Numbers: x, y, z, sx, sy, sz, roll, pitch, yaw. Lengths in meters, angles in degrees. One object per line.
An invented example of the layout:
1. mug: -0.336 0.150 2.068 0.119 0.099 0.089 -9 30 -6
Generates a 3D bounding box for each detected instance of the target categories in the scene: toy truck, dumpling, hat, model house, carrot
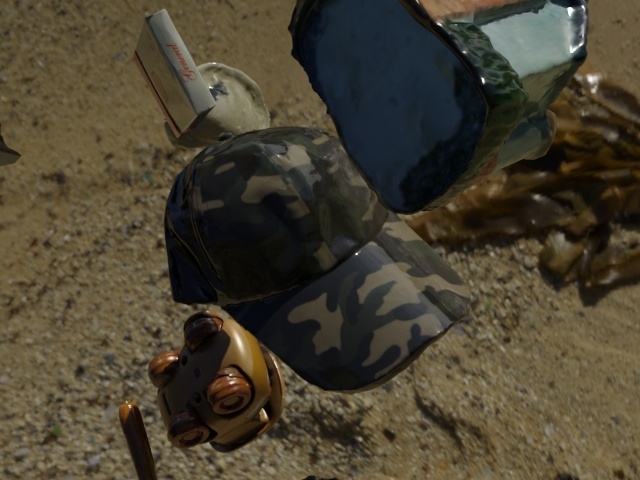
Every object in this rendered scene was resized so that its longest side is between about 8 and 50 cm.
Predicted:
1. toy truck: -0.205 0.288 1.815 0.288 0.212 0.204 -45 52 23
2. dumpling: -0.170 -0.225 1.564 0.111 0.155 0.181 2 21 29
3. hat: 0.000 0.000 1.221 0.366 0.257 0.382 -38 36 -20
4. model house: 0.153 -0.188 0.884 0.291 0.184 0.253 -21 66 -30
5. carrot: -0.322 0.412 1.691 0.043 0.043 0.248 -21 80 10

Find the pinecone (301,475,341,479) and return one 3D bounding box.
1. pinecone: 0.001 0.308 0.902 0.163 0.165 0.163 -16 25 7

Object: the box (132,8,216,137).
1. box: -0.201 -0.217 1.245 0.035 0.245 0.139 -30 98 -14

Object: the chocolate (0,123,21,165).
1. chocolate: -0.712 -0.230 1.756 0.224 0.206 0.177 -11 85 12
